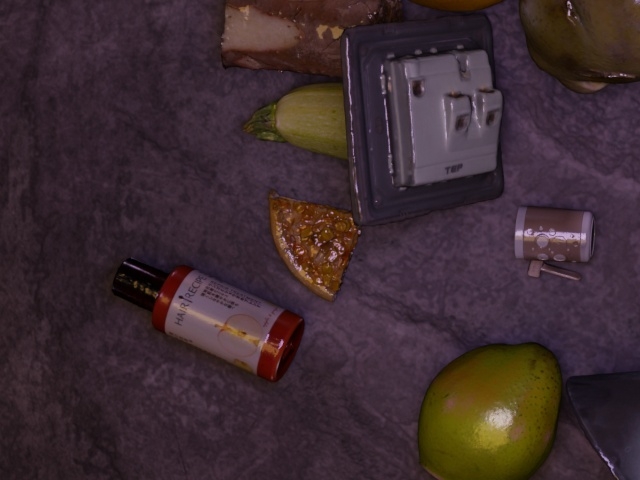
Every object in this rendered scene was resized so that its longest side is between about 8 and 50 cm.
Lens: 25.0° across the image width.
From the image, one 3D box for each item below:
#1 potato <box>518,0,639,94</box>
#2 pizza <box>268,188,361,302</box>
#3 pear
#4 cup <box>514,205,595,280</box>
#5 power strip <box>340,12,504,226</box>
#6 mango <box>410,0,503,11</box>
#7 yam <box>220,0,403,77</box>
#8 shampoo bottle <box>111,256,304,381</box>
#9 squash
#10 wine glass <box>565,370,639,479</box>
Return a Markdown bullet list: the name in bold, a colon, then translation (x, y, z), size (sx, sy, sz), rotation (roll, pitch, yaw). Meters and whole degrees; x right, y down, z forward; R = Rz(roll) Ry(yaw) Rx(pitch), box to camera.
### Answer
- **potato**: translation (0.346, -0.290, 1.731), size (0.218, 0.351, 0.202), rotation (41, 66, 6)
- **pizza**: translation (0.000, 0.000, 2.026), size (0.131, 0.041, 0.178), rotation (-17, 95, 18)
- **pear**: translation (0.233, 0.229, 1.933), size (0.187, 0.187, 0.219), rotation (28, 99, 10)
- **cup**: translation (0.311, 0.007, 1.913), size (0.099, 0.074, 0.102), rotation (4, 102, 16)
- **power strip**: translation (0.148, -0.156, 1.847), size (0.092, 0.257, 0.251), rotation (17, 114, 50)
- **mango**: translation (0.177, -0.364, 1.873), size (0.228, 0.099, 0.136), rotation (-2, 105, 26)
- **yam**: translation (-0.017, -0.286, 1.933), size (0.238, 0.128, 0.129), rotation (9, 146, 16)
- **shampoo bottle**: translation (-0.167, 0.103, 2.064), size (0.278, 0.104, 0.104), rotation (23, 106, 12)
- **squash**: translation (0.024, -0.167, 1.943), size (0.288, 0.137, 0.137), rotation (11, 103, 17)
- **wine glass**: translation (0.538, 0.156, 1.790), size (0.406, 0.267, 0.267), rotation (-42, 87, 14)
